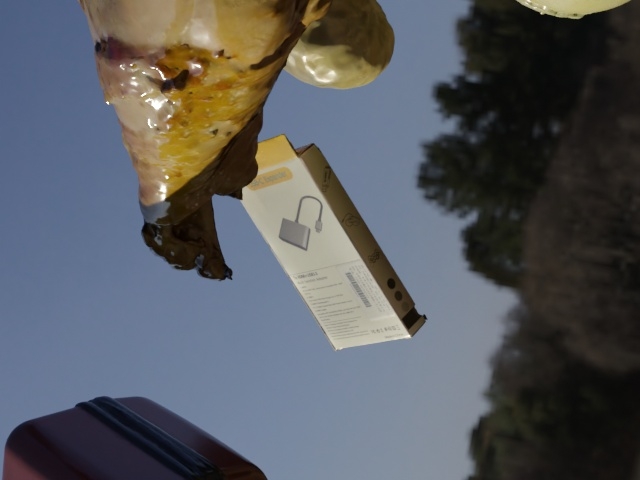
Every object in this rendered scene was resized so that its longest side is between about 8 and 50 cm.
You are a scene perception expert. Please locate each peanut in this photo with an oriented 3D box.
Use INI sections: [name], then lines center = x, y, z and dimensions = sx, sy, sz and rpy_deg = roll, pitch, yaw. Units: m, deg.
[peanut]
center = -0.056, -0.231, 1.347
dimensions = 0.111, 0.274, 0.125
rpy_deg = -51, -18, -42

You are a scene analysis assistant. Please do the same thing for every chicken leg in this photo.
[chicken leg]
center = -0.111, -0.150, 1.151
dimensions = 0.182, 0.295, 0.409
rpy_deg = -23, -40, -24

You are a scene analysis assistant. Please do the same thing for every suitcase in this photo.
[suitcase]
center = -0.164, 0.298, 1.268
dimensions = 0.161, 0.236, 0.297
rpy_deg = -8, -69, -39

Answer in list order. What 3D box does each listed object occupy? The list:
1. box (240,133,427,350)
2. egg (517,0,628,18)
[box]
center = 0.000, 0.000, 1.526
dimensions = 0.033, 0.129, 0.247
rpy_deg = -42, -72, -35
[egg]
center = 0.225, -0.279, 1.337
dimensions = 0.201, 0.164, 0.164
rpy_deg = 40, 132, 53
